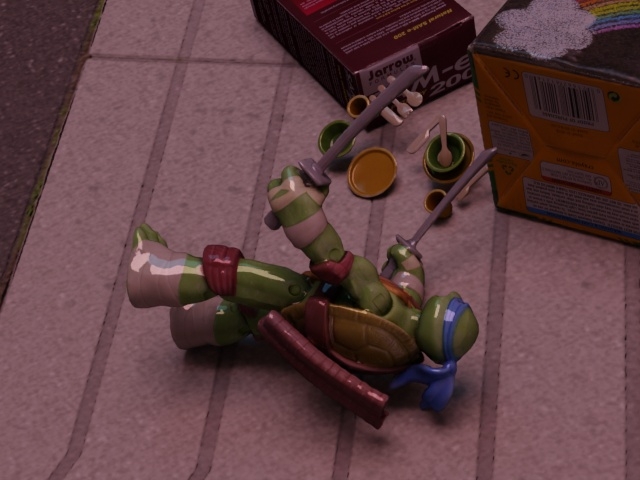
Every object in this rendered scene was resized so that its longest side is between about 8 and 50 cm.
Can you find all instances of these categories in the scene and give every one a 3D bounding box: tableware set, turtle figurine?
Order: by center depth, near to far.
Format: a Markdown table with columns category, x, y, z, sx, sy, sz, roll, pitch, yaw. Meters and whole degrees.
| category | x | y | z | sx | sy | sz | roll | pitch | yaw |
| --- | --- | --- | --- | --- | --- | --- | --- | --- | --- |
| turtle figurine | 0.000 | 0.000 | 1.453 | 0.266 | 0.274 | 0.198 | -1 | 8 | 20 |
| tableware set | 0.068 | -0.076 | 1.614 | 0.104 | 0.024 | 0.154 | -46 | 57 | 2 |

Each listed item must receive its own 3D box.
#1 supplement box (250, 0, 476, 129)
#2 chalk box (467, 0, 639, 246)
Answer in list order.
| category | x | y | z | sx | sy | sz | roll | pitch | yaw |
| --- | --- | --- | --- | --- | --- | --- | --- | --- | --- |
| supplement box | 0.036 | -0.213 | 1.764 | 0.130 | 0.073 | 0.239 | -27 | 42 | -13 |
| chalk box | 0.278 | -0.159 | 1.560 | 0.180 | 0.179 | 0.289 | 17 | 49 | 32 |
